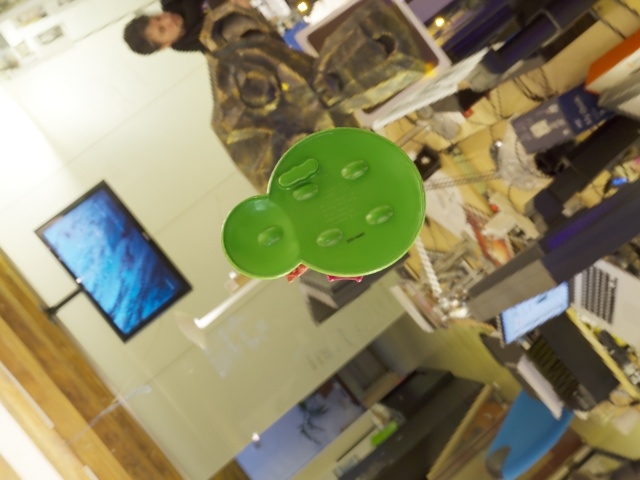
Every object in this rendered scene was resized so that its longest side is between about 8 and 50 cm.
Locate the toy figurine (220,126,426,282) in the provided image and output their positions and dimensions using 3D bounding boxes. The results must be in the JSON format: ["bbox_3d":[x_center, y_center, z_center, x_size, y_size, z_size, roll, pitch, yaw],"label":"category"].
[{"bbox_3d":[0.000,0.000,0.667,0.130,0.173,0.159,61,170,16],"label":"toy figurine"}]
